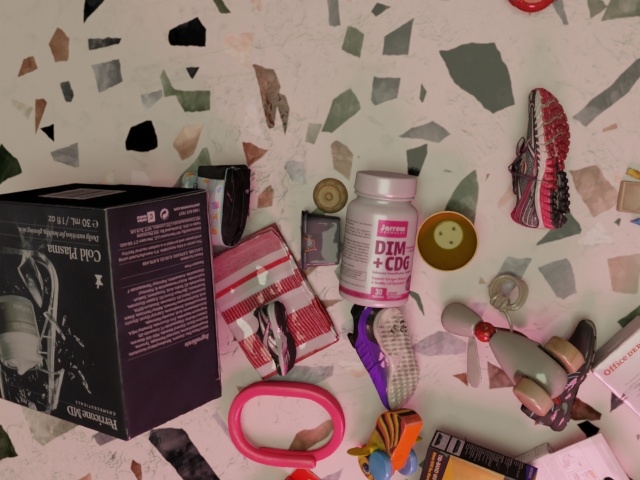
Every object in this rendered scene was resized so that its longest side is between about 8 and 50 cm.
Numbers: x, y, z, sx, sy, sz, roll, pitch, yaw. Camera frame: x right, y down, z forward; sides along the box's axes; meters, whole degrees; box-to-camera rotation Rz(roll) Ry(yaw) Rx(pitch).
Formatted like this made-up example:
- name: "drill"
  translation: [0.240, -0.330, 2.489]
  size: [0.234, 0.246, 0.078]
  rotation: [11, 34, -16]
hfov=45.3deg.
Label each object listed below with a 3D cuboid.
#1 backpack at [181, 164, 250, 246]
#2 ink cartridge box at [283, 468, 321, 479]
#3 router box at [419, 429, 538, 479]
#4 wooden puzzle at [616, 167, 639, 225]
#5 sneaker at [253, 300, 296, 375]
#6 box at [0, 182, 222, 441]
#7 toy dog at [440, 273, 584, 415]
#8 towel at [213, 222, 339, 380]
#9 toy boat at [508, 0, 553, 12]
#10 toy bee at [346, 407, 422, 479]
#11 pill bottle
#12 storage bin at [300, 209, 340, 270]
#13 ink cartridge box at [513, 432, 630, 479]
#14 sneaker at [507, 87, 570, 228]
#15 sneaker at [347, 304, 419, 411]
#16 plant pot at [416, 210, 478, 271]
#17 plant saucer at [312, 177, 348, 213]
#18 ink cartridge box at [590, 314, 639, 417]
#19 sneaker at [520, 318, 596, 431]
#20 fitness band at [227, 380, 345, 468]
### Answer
- name: "backpack"
  translation: [-0.239, -0.078, 1.756]
  size: [0.144, 0.166, 0.188]
  rotation: [-1, 96, 14]
- name: "ink cartridge box"
  translation: [-0.078, 0.688, 1.908]
  size: [0.134, 0.078, 0.231]
  rotation: [40, 105, 2]
- name: "router box"
  translation: [0.339, 0.622, 1.769]
  size: [0.243, 0.081, 0.309]
  rotation: [17, 113, 17]
- name: "wooden puzzle"
  translation: [0.679, -0.093, 1.646]
  size: [0.078, 0.014, 0.116]
  rotation: [15, 103, 13]
- name: "sneaker"
  translation: [-0.111, 0.232, 1.814]
  size: [0.077, 0.072, 0.178]
  rotation: [-8, 93, 27]
- name: "box"
  translation: [-0.494, 0.127, 1.701]
  size: [0.480, 0.297, 0.472]
  rotation: [5, 104, 36]
- name: "toy dog"
  translation: [0.421, 0.255, 1.670]
  size: [0.220, 0.334, 0.161]
  rotation: [-29, 134, 0]
- name: "towel"
  translation: [-0.129, 0.152, 1.843]
  size: [0.237, 0.037, 0.329]
  rotation: [-29, 93, 16]
- name: "toy boat"
  translation: [0.461, -0.574, 1.530]
  size: [0.231, 0.151, 0.151]
  rotation: [-40, 91, 15]
- name: "toy bee"
  translation: [0.132, 0.502, 1.786]
  size: [0.162, 0.195, 0.298]
  rotation: [36, 100, 49]
- name: "pill bottle"
  translation: [0.131, -0.007, 1.695]
  size: [0.160, 0.160, 0.283]
  rotation: [7, 102, 10]
- name: "storage bin"
  translation: [0.000, 0.000, 1.764]
  size: [0.091, 0.098, 0.135]
  rotation: [0, 100, 1]
- name: "ink cartridge box"
  translation: [0.593, 0.601, 1.760]
  size: [0.261, 0.066, 0.296]
  rotation: [-30, 93, 16]
- name: "sneaker"
  translation: [0.456, -0.174, 1.628]
  size: [0.112, 0.121, 0.299]
  rotation: [3, 94, 42]
- name: "sneaker"
  translation: [0.136, 0.259, 1.782]
  size: [0.146, 0.102, 0.293]
  rotation: [17, 129, 44]
- name: "plant pot"
  translation: [0.283, -0.006, 1.699]
  size: [0.134, 0.095, 0.134]
  rotation: [2, 101, 12]
- name: "plant saucer"
  translation: [0.022, -0.103, 1.776]
  size: [0.083, 0.015, 0.083]
  rotation: [2, 101, 11]
- name: "ink cartridge box"
  translation: [0.719, 0.295, 1.666]
  size: [0.219, 0.092, 0.160]
  rotation: [44, 105, 1]
- name: "sneaker"
  translation: [0.532, 0.294, 1.701]
  size: [0.106, 0.101, 0.267]
  rotation: [20, 102, 12]
- name: "fitness band"
  translation: [-0.084, 0.450, 1.883]
  size: [0.290, 0.054, 0.209]
  rotation: [2, 98, 10]
